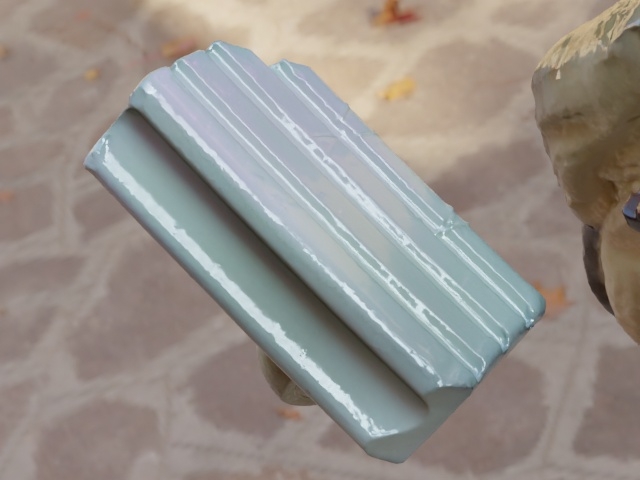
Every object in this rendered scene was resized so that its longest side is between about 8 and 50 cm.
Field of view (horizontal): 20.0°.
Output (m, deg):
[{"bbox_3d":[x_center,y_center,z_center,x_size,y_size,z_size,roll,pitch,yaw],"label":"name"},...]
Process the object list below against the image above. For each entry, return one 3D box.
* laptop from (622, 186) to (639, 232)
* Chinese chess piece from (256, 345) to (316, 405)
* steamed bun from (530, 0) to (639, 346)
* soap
[{"bbox_3d":[0.238,-0.051,0.738,0.154,0.026,0.207,26,63,22],"label":"laptop"},{"bbox_3d":[0.024,0.074,1.354,0.144,0.144,0.058,-21,68,-4],"label":"Chinese chess piece"},{"bbox_3d":[0.329,-0.065,1.360,0.325,0.372,0.230,-2,37,44],"label":"steamed bun"},{"bbox_3d":[0.000,0.000,1.210,0.095,0.289,0.173,-48,-6,33],"label":"soap"}]
